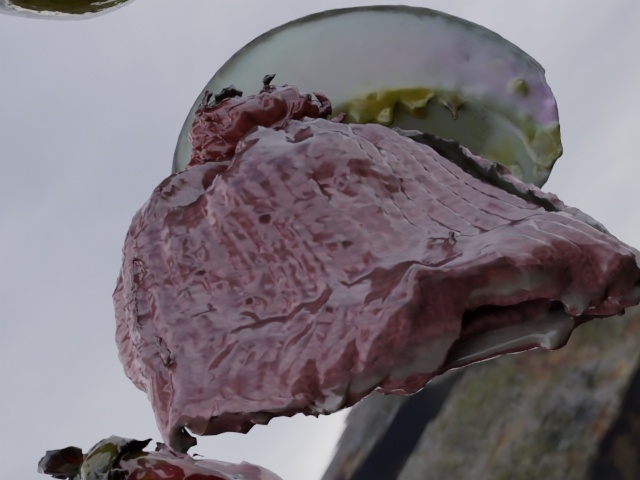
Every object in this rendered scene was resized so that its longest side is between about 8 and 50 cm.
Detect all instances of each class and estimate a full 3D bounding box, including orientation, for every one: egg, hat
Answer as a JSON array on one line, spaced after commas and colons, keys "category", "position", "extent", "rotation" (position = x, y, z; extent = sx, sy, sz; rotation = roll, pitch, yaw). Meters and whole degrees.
[{"category": "egg", "position": [0.017, -0.035, 0.947], "extent": [0.271, 0.206, 0.162], "rotation": [-41, -17, -11]}, {"category": "hat", "position": [0.000, 0.000, 0.682], "extent": [0.237, 0.286, 0.107], "rotation": [-14, -58, -18]}]

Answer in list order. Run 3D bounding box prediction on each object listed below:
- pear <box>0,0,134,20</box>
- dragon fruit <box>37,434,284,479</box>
[{"category": "pear", "position": [-0.221, -0.305, 1.043], "extent": [0.294, 0.294, 0.294], "rotation": [-42, -33, -36]}, {"category": "dragon fruit", "position": [-0.072, 0.319, 0.911], "extent": [0.314, 0.263, 0.296], "rotation": [26, -80, -22]}]
